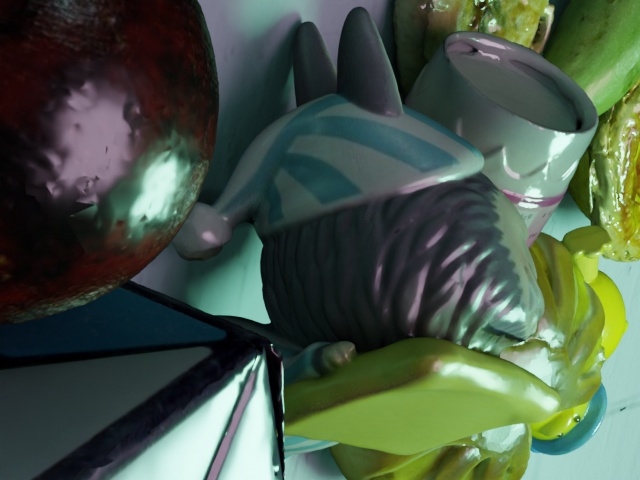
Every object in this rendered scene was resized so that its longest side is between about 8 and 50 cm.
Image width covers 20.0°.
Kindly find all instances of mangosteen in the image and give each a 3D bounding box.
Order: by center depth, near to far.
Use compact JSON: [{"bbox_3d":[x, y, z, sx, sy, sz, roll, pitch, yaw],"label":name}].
[{"bbox_3d":[-0.205,-0.084,1.142,0.311,0.311,0.311,-32,132,-44],"label":"mangosteen"}]

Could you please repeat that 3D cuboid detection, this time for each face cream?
[{"bbox_3d":[0.145,-0.073,1.702,0.175,0.175,0.195,-15,142,-52],"label":"face cream"}]

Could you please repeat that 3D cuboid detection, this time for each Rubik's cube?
[{"bbox_3d":[-0.219,0.201,1.255,0.310,0.305,0.307,-35,131,-39],"label":"Rubik's cube"}]

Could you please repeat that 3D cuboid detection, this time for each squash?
[{"bbox_3d":[0.313,-0.222,1.962,0.370,0.118,0.118,-57,146,-29],"label":"squash"}]

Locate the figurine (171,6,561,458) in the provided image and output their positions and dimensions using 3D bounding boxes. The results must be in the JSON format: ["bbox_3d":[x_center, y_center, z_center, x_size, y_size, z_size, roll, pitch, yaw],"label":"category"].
[{"bbox_3d":[0.000,0.000,1.582,0.266,0.361,0.378,46,33,-65],"label":"figurine"}]

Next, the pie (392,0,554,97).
[{"bbox_3d":[0.162,-0.237,1.805,0.274,0.055,0.274,-32,132,-44],"label":"pie"}]

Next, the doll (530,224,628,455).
[{"bbox_3d":[0.263,0.127,2.103,0.199,0.145,0.363,-11,135,-9],"label":"doll"}]

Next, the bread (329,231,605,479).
[{"bbox_3d":[0.155,0.138,1.852,0.333,0.160,0.333,-17,120,-33],"label":"bread"}]

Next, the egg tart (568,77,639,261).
[{"bbox_3d":[0.366,-0.113,2.124,0.295,0.116,0.295,-33,131,-47],"label":"egg tart"}]
